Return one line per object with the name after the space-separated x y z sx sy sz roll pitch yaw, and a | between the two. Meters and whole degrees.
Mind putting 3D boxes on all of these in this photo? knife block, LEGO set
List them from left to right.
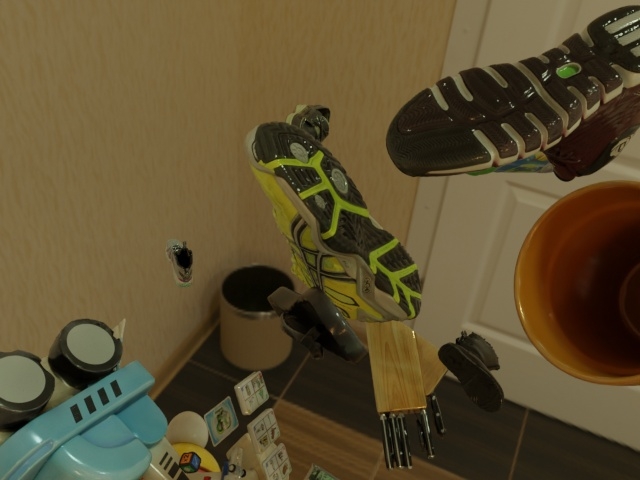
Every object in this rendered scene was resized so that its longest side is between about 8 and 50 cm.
-0.137 0.329 1.012 0.060 0.183 0.244 -16 4 23 | LEGO set
0.136 0.294 1.288 0.275 0.088 0.242 36 77 18 | knife block

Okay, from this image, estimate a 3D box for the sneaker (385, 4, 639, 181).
0.204 -0.094 0.627 0.281 0.162 0.106 -22 56 0 | sneaker

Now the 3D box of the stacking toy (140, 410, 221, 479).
-0.353 0.637 1.682 0.350 0.351 0.480 3 40 -5 | stacking toy

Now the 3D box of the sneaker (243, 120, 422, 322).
0.000 0.000 0.959 0.147 0.385 0.145 -20 32 30 | sneaker

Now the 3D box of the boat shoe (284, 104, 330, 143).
-0.019 -0.223 1.295 0.073 0.080 0.223 -14 25 12 | boat shoe

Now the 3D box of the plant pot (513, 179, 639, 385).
0.349 0.057 0.718 0.188 0.205 0.205 15 25 -42 | plant pot

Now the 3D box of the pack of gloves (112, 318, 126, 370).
-0.625 0.363 1.913 0.046 0.195 0.232 41 14 -27 | pack of gloves

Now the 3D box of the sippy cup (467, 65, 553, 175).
0.440 -0.246 1.453 0.224 0.240 0.305 7 18 -19 | sippy cup

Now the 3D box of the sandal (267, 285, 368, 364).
-0.014 0.106 0.773 0.054 0.254 0.097 -39 97 -15 | sandal

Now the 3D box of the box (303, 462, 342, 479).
0.057 0.737 1.632 0.322 0.232 0.058 32 -4 -2 | box

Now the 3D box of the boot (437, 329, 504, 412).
0.227 0.182 0.937 0.121 0.045 0.099 47 26 26 | boot

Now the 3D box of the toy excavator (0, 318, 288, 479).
-0.312 0.356 1.094 0.445 0.222 0.433 47 30 9 | toy excavator

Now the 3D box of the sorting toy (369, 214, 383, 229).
0.011 -0.083 1.233 0.208 0.038 0.193 10 31 -53 | sorting toy

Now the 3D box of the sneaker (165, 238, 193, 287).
-0.226 0.020 1.071 0.038 0.069 0.098 -12 53 -25 | sneaker
